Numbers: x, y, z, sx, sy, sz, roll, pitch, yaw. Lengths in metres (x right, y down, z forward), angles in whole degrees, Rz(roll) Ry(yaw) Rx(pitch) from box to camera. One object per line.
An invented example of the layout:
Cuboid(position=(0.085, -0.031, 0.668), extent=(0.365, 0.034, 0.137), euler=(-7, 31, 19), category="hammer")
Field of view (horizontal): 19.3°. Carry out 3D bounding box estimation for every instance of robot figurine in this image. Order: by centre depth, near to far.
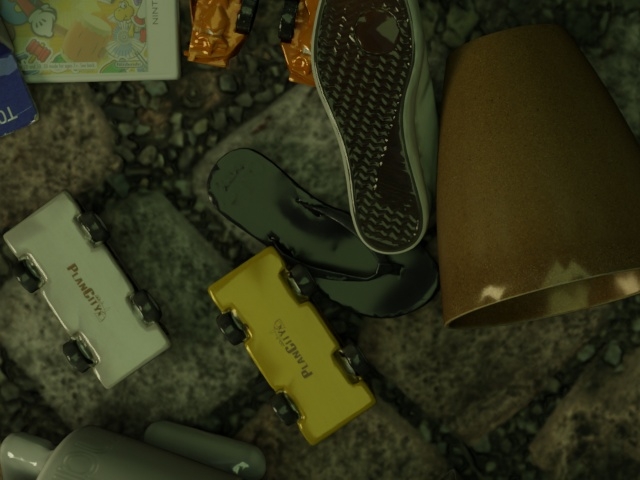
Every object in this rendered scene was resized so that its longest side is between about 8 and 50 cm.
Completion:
Cuboid(position=(-0.160, 0.303, 1.794), extent=(0.354, 0.199, 0.300), euler=(18, 56, 10), category="robot figurine")
Cuboid(position=(-0.034, -0.302, 1.814), extent=(0.211, 0.085, 0.291), euler=(12, 96, 1), category="robot figurine")

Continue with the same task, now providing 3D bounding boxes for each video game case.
Cuboid(position=(-0.254, -0.259, 1.857), extent=(0.227, 0.026, 0.206), euler=(-1, 94, 3), category="video game case")

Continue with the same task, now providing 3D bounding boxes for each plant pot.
Cuboid(position=(0.204, -0.066, 1.767), extent=(0.237, 0.237, 0.254), euler=(-13, 81, 3), category="plant pot")

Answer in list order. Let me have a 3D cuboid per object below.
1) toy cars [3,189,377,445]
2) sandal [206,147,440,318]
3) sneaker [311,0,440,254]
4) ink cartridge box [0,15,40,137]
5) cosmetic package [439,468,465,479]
Cuboid(position=(-0.125, 0.075, 1.852), extent=(0.394, 0.087, 0.176), euler=(15, 91, 5), category="toy cars")
Cuboid(position=(-0.001, 0.000, 1.851), extent=(0.254, 0.054, 0.097), euler=(28, 95, 0), category="sandal")
Cuboid(position=(0.059, -0.140, 1.800), extent=(0.106, 0.123, 0.290), euler=(-1, 105, 16), category="sneaker")
Cuboid(position=(-0.484, -0.207, 1.834), extent=(0.324, 0.071, 0.330), euler=(-23, 89, 8), category="ink cartridge box")
Cuboid(position=(0.177, 0.396, 1.847), extent=(0.160, 0.113, 0.309), euler=(-43, 93, 5), category="cosmetic package")
